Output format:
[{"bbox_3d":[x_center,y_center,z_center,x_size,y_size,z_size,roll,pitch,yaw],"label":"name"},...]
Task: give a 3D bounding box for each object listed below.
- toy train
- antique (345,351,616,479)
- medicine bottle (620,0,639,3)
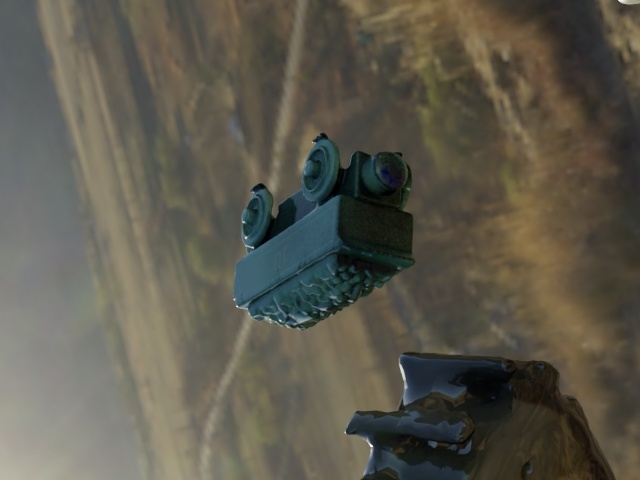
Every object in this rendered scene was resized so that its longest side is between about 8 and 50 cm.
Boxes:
[{"bbox_3d":[0.000,0.000,0.966,0.172,0.070,0.099,-33,49,56],"label":"toy train"},{"bbox_3d":[0.100,0.188,0.807,0.150,0.125,0.284,-1,125,33],"label":"antique"},{"bbox_3d":[0.295,-0.279,0.986,0.238,0.231,0.238,-4,-90,-86],"label":"medicine bottle"}]
